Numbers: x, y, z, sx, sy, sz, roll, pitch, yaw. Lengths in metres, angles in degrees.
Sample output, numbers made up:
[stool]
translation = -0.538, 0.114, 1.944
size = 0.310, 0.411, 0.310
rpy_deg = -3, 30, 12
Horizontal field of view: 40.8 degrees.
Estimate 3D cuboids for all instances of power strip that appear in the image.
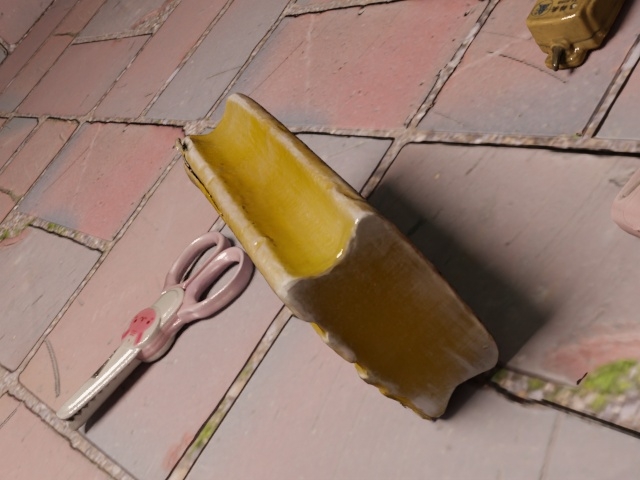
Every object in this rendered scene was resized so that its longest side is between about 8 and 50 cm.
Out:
[power strip]
translation = 0.261, -0.268, 0.758
size = 0.064, 0.044, 0.305
rpy_deg = 8, 61, 50

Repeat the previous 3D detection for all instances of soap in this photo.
[soap]
translation = 0.000, 0.000, 0.641
size = 0.089, 0.173, 0.274
rpy_deg = -43, 33, 1

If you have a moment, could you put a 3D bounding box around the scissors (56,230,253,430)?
[scissors]
translation = -0.167, 0.092, 0.856
size = 0.242, 0.030, 0.118
rpy_deg = -47, 33, -9

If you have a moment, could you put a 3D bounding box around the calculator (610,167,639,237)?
[calculator]
translation = 0.224, -0.038, 0.501
size = 0.100, 0.032, 0.175
rpy_deg = -49, 2, 8
